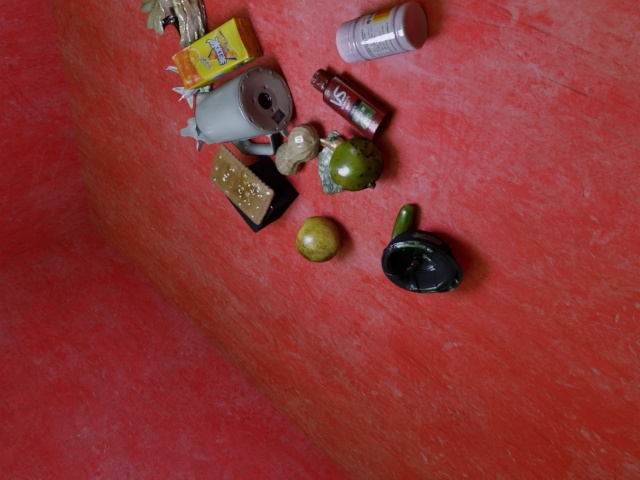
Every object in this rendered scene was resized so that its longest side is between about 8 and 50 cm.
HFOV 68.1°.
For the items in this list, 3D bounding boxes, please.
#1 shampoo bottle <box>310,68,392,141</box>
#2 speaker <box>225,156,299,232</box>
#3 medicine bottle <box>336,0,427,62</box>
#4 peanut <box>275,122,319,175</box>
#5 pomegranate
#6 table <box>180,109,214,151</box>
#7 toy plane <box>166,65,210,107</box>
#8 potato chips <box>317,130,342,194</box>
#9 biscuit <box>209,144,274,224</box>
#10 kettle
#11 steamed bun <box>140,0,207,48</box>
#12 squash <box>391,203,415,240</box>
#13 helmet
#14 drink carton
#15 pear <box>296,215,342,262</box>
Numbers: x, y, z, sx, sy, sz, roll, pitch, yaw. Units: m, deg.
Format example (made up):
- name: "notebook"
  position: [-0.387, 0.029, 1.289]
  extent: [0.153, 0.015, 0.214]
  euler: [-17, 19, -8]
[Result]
- name: "shampoo bottle"
  position: [0.099, -0.475, 1.621]
  extent: [0.314, 0.076, 0.118]
  euler: [43, 130, 16]
- name: "speaker"
  position: [-0.271, -0.211, 2.101]
  extent: [0.254, 0.184, 0.232]
  euler: [52, 140, 4]
- name: "medicine bottle"
  position: [0.179, -0.612, 1.407]
  extent: [0.250, 0.133, 0.133]
  euler: [7, 120, 45]
- name: "peanut"
  position: [-0.094, -0.351, 1.876]
  extent: [0.136, 0.120, 0.298]
  euler: [39, 146, -10]
- name: "pomegranate"
  position: [0.098, -0.274, 1.653]
  extent: [0.246, 0.198, 0.198]
  euler: [20, 134, 2]
- name: "table"
  position: [-0.509, -0.506, 2.089]
  extent: [0.167, 0.198, 0.166]
  euler: [12, 142, 10]
- name: "toy plane"
  position: [-0.552, -0.704, 2.105]
  extent: [0.255, 0.101, 0.251]
  euler: [-28, 116, 40]
- name: "potato chips"
  position: [0.051, -0.289, 1.812]
  extent: [0.167, 0.059, 0.228]
  euler: [37, 129, 13]
- name: "biscuit"
  position: [-0.338, -0.229, 1.988]
  extent: [0.325, 0.044, 0.217]
  euler: [44, 134, 11]
- name: "kettle"
  position: [-0.291, -0.492, 1.926]
  extent: [0.377, 0.250, 0.361]
  euler: [1, 145, 48]
- name: "steamed bun"
  position: [-0.618, -0.983, 1.938]
  extent: [0.247, 0.189, 0.427]
  euler: [30, 135, 39]
- name: "squash"
  position: [0.296, -0.029, 1.734]
  extent: [0.066, 0.066, 0.252]
  euler: [31, 135, 28]
- name: "helmet"
  position: [0.358, 0.059, 1.656]
  extent: [0.279, 0.160, 0.230]
  euler: [14, 132, 6]
- name: "drink carton"
  position: [-0.413, -0.734, 1.879]
  extent: [0.352, 0.111, 0.154]
  euler: [-13, 106, 34]
- name: "pear"
  position: [0.000, 0.000, 1.966]
  extent: [0.197, 0.197, 0.197]
  euler: [26, 132, 32]
